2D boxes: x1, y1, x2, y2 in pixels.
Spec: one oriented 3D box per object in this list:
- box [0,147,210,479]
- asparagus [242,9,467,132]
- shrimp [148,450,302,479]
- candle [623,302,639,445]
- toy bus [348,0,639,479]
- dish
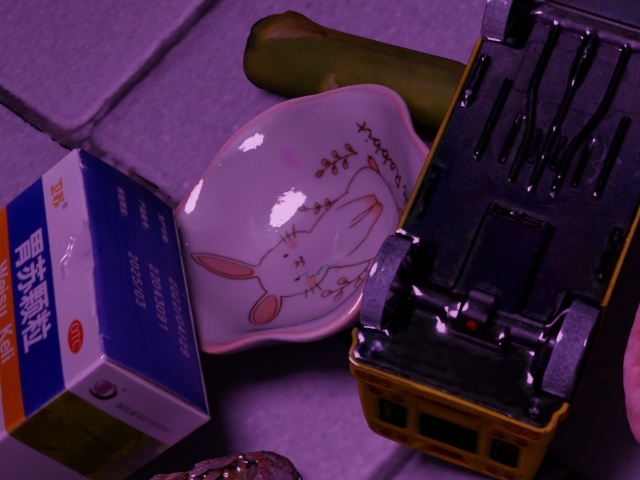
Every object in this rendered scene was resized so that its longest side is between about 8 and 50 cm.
[{"bbox_3d":[-0.228,0.106,1.357,0.299,0.106,0.200,-37,42,23],"label":"box"},{"bbox_3d":[0.048,-0.120,1.453,0.278,0.060,0.067,17,54,40],"label":"asparagus"},{"bbox_3d":[-0.104,0.184,1.272,0.190,0.075,0.073,-23,38,0],"label":"shrimp"},{"bbox_3d":[0.309,0.019,1.115,0.317,0.131,0.287,-31,40,5],"label":"candle"},{"bbox_3d":[0.134,-0.023,1.234,0.145,0.151,0.331,19,64,13],"label":"toy bus"},{"bbox_3d":[0.000,0.000,1.369,0.229,0.081,0.229,-20,47,23],"label":"dish"}]
